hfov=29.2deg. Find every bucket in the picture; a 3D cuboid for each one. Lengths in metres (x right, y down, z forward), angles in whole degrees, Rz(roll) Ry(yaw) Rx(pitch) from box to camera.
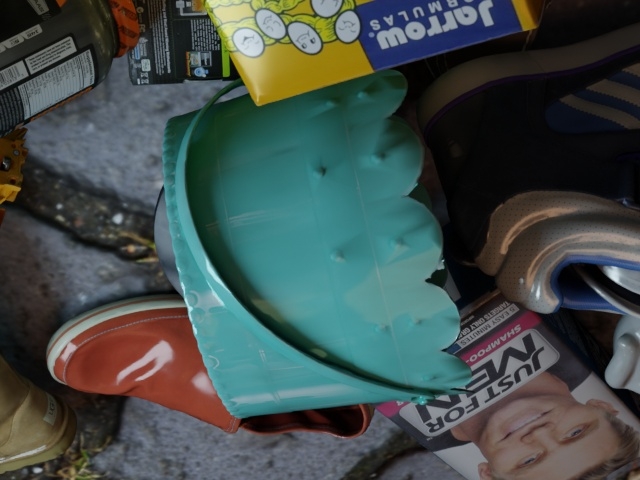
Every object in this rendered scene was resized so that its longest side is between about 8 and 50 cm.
[{"bbox_3d":[0.000,0.000,0.935,0.183,0.281,0.281,-14,130,4],"label":"bucket"}]

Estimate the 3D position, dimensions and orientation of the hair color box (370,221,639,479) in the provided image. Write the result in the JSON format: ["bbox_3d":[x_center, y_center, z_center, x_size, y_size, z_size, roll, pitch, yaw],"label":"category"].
[{"bbox_3d":[0.175,0.134,1.187,0.174,0.105,0.347,-35,134,16],"label":"hair color box"}]

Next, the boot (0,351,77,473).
[{"bbox_3d":[-0.383,0.135,1.127,0.236,0.089,0.269,-23,140,9],"label":"boot"}]

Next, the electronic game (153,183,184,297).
[{"bbox_3d":[-0.035,-0.014,1.106,0.229,0.048,0.229,-5,125,-7],"label":"electronic game"}]

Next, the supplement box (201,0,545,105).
[{"bbox_3d":[-0.008,-0.293,0.720,0.194,0.195,0.356,-13,123,25],"label":"supplement box"}]

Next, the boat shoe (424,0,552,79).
[{"bbox_3d":[0.135,-0.231,0.916,0.117,0.096,0.324,0,130,-9],"label":"boat shoe"}]

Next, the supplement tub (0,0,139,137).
[{"bbox_3d":[-0.235,-0.139,0.890,0.190,0.117,0.117,-34,135,-25],"label":"supplement tub"}]

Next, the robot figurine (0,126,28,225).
[{"bbox_3d":[-0.391,-0.062,0.976,0.291,0.085,0.211,14,147,-18],"label":"robot figurine"}]

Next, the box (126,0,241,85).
[{"bbox_3d":[-0.063,-0.212,0.941,0.184,0.045,0.190,-6,129,-6],"label":"box"}]

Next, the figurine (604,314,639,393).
[{"bbox_3d":[0.351,0.020,1.124,0.215,0.092,0.209,-28,127,-26],"label":"figurine"}]

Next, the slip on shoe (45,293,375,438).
[{"bbox_3d":[-0.097,0.130,1.184,0.331,0.101,0.123,9,130,-13],"label":"slip on shoe"}]

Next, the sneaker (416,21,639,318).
[{"bbox_3d":[0.249,-0.042,0.954,0.323,0.236,0.130,-11,151,-22],"label":"sneaker"}]
